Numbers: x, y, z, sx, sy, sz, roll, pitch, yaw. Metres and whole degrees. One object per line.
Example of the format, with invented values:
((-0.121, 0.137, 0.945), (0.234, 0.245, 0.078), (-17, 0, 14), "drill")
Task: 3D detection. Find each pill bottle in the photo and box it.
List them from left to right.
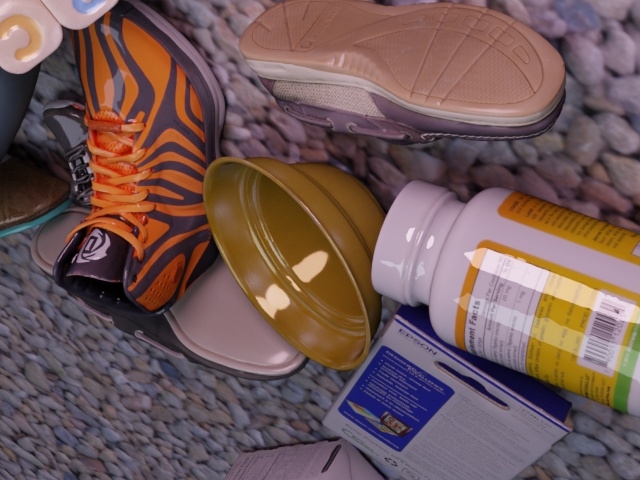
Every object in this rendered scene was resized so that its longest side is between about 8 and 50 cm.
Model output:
((0.171, 0.037, 1.321), (0.246, 0.136, 0.136), (21, 144, 20), "pill bottle")

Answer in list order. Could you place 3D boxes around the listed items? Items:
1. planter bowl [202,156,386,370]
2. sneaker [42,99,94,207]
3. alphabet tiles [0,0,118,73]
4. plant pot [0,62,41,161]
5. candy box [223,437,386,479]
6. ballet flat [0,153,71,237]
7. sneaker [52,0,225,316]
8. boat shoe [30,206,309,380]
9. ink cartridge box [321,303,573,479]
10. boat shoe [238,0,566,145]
((0.000, 0.000, 1.440), (0.217, 0.090, 0.217), (41, 152, 28), "planter bowl")
((-0.213, -0.067, 1.583), (0.158, 0.065, 0.061), (47, 144, -19), "sneaker")
((-0.247, -0.270, 1.209), (0.278, 0.284, 0.021), (52, -178, -24), "alphabet tiles")
((-0.348, -0.201, 1.411), (0.290, 0.195, 0.290), (23, 145, 17), "plant pot")
((0.002, 0.308, 1.862), (0.165, 0.070, 0.196), (48, 144, -20), "candy box")
((-0.385, -0.048, 1.737), (0.342, 0.116, 0.124), (-15, 103, 53), "ballet flat")
((-0.167, -0.053, 1.457), (0.124, 0.180, 0.321), (11, 140, 30), "sneaker")
((-0.139, 0.058, 1.652), (0.335, 0.112, 0.095), (23, 163, 26), "boat shoe")
((0.115, 0.151, 1.515), (0.176, 0.069, 0.371), (33, 160, 3), "ink cartridge box")
((0.066, -0.119, 1.256), (0.285, 0.103, 0.092), (13, 146, 35), "boat shoe")
